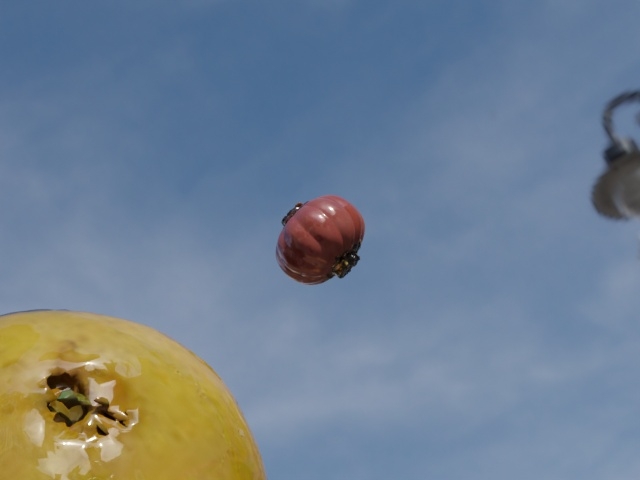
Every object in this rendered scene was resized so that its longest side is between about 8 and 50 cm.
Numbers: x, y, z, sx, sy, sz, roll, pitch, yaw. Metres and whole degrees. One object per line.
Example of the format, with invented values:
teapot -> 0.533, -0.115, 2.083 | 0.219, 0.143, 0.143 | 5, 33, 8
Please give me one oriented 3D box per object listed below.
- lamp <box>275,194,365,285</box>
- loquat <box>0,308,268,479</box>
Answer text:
lamp -> 0.000, 0.000, 1.727 | 0.107, 0.092, 0.107 | -41, -17, -16
loquat -> -0.164, 0.174, 1.011 | 0.263, 0.263, 0.263 | -13, -39, -11
